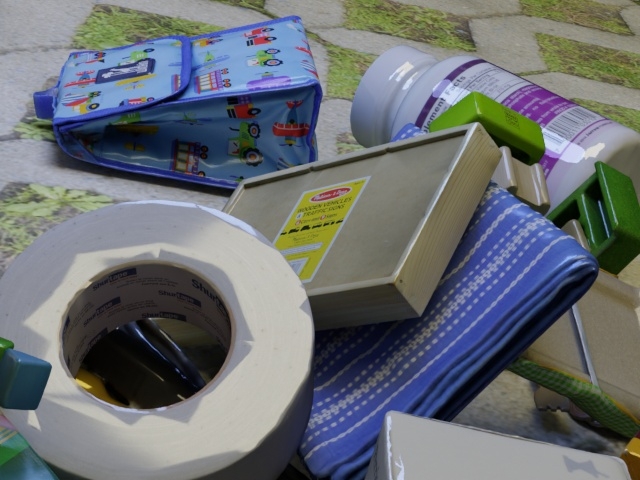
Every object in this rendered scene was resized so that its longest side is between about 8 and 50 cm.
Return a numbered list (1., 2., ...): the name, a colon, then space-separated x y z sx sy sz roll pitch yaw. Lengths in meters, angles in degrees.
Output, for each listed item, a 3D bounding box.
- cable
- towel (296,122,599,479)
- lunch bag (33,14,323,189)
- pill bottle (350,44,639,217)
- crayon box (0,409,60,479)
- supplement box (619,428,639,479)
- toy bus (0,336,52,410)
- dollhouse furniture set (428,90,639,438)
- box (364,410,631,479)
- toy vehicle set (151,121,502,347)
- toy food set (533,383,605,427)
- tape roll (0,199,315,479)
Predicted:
1. cable: -0.096 0.138 1.032 0.287 0.072 0.139 37 16 18
2. towel: 0.042 0.037 1.073 0.040 0.243 0.336 47 0 -28
3. lunch bag: -0.155 -0.142 1.536 0.293 0.138 0.221 -2 27 -6
4. pill bottle: 0.182 -0.097 1.545 0.301 0.169 0.169 31 28 32
5. crayon box: -0.292 0.126 0.875 0.165 0.081 0.278 -7 31 -41
6. supplement box: 0.244 0.197 0.894 0.129 0.191 0.194 24 26 21
7. toy bus: -0.257 0.017 0.827 0.202 0.104 0.191 21 2 14
8. dollhouse furniture set: 0.163 0.055 1.180 0.197 0.151 0.302 25 38 -26
9. box: 0.062 0.222 0.680 0.126 0.232 0.149 13 23 -7
10. toy vehicle set: 0.000 0.000 1.114 0.266 0.035 0.166 -11 38 45
11. toy food set: 0.274 0.139 1.247 0.192 0.039 0.132 3 19 0
12. tape roll: -0.113 0.080 0.960 0.219 0.072 0.219 0 54 0
